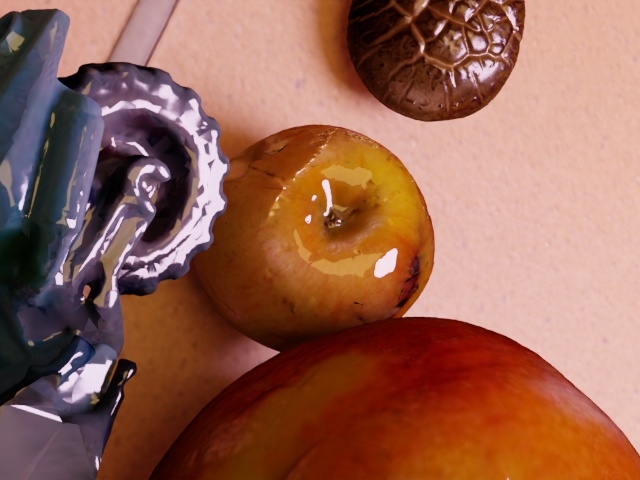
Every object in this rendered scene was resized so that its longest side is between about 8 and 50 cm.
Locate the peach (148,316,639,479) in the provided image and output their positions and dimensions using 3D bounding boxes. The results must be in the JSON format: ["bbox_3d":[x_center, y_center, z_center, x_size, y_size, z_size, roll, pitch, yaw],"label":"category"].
[{"bbox_3d":[0.057,0.198,0.972,0.332,0.308,0.308,14,79,-37],"label":"peach"}]

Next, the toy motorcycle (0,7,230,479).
[{"bbox_3d":[-0.214,0.060,0.883,0.232,0.172,0.416,39,76,-30],"label":"toy motorcycle"}]

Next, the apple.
[{"bbox_3d":[0.000,0.000,1.044,0.146,0.146,0.146,3,85,-31],"label":"apple"}]

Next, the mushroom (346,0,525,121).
[{"bbox_3d":[0.077,-0.138,1.127,0.109,0.085,0.126,7,78,-30],"label":"mushroom"}]
